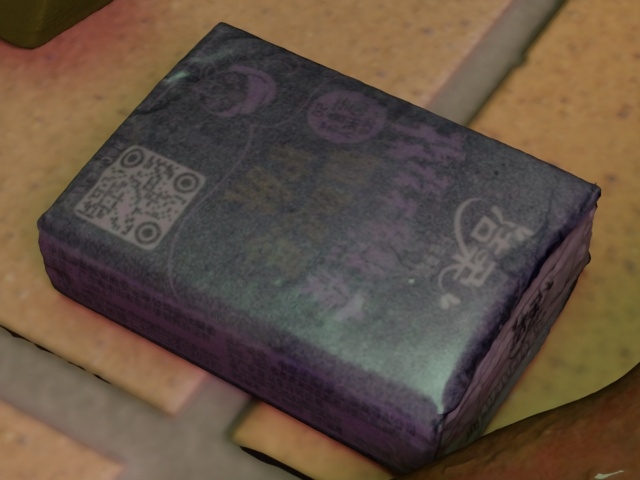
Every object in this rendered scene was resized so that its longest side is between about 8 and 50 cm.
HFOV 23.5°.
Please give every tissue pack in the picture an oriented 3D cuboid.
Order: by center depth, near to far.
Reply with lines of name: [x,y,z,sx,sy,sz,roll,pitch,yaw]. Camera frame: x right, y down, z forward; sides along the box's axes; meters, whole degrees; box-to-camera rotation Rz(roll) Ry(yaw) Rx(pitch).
tissue pack: [0.000,0.000,0.513,0.156,0.051,0.112,25,58,21]

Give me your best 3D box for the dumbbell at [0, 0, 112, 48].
dumbbell: [-0.204,-0.077,0.547,0.302,0.108,0.121,-36,57,-26]

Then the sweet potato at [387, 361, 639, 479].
sweet potato: [0.140,0.032,0.416,0.385,0.109,0.109,-34,55,-4]
